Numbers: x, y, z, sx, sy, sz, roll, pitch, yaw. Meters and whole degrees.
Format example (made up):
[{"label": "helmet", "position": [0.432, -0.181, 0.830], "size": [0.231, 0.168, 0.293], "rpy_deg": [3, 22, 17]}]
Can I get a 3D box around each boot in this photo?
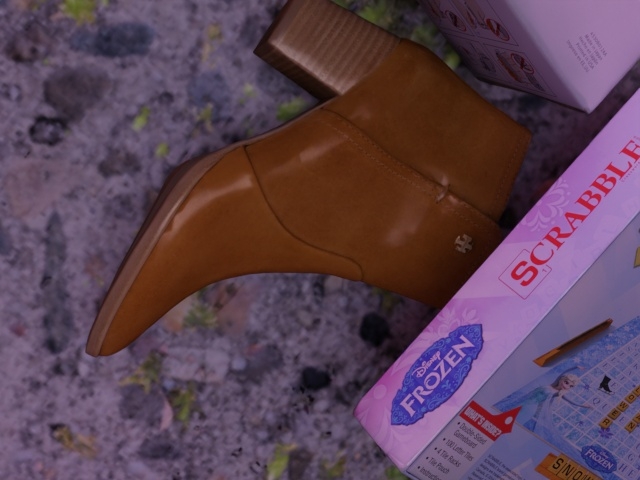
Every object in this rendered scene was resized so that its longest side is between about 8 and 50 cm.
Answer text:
[{"label": "boot", "position": [0.000, -0.001, 0.655], "size": [0.211, 0.104, 0.295], "rpy_deg": [34, 90, -13]}]

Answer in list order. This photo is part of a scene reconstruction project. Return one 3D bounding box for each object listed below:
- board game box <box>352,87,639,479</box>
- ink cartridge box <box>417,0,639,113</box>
[{"label": "board game box", "position": [0.227, 0.074, 0.659], "size": [0.318, 0.066, 0.319], "rpy_deg": [-48, 130, 2]}, {"label": "ink cartridge box", "position": [0.134, -0.282, 0.562], "size": [0.272, 0.130, 0.309], "rpy_deg": [-46, 121, -4]}]
